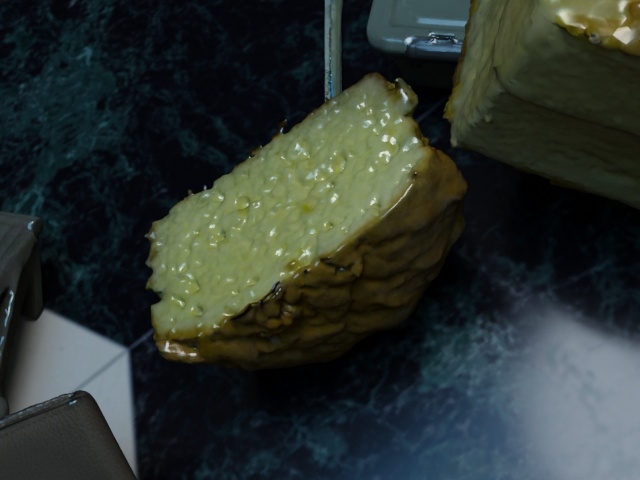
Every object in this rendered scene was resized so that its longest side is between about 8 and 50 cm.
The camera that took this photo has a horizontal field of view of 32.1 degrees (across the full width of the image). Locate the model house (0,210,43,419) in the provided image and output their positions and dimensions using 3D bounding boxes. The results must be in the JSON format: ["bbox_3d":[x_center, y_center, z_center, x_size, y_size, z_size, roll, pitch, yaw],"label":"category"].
[{"bbox_3d":[-0.306,0.060,0.852,0.229,0.122,0.188,-1,65,22],"label":"model house"}]

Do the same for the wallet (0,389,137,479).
[{"bbox_3d":[-0.174,0.184,0.758,0.118,0.039,0.152,-21,105,8],"label":"wallet"}]

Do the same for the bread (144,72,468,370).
[{"bbox_3d":[0.000,0.000,0.762,0.229,0.139,0.143,-32,54,19],"label":"bread"}]

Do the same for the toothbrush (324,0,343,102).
[{"bbox_3d":[0.009,-0.189,0.910,0.028,0.026,0.294,-19,61,26],"label":"toothbrush"}]

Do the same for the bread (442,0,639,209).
[{"bbox_3d":[0.242,-0.168,0.673,0.279,0.207,0.279,19,71,-5],"label":"bread"}]

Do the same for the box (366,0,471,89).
[{"bbox_3d":[0.115,-0.190,0.837,0.124,0.093,0.172,9,70,21],"label":"box"}]
